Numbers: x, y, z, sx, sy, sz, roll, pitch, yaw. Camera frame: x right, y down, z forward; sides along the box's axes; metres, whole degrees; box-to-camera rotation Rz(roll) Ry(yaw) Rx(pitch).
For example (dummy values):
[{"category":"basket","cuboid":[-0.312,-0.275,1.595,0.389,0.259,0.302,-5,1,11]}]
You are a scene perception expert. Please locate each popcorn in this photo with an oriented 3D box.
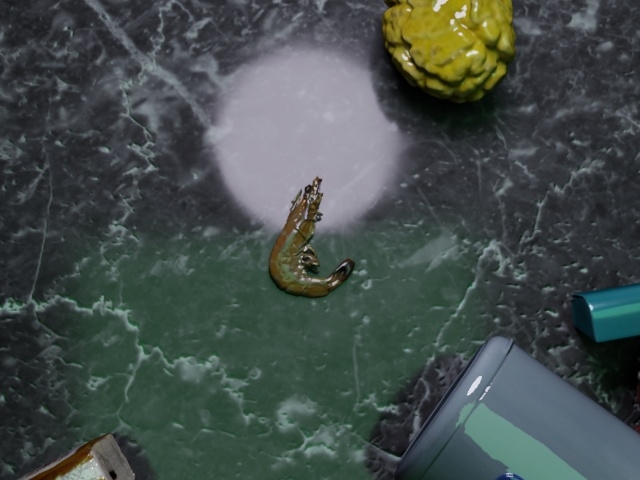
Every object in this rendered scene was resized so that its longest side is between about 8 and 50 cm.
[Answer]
[{"category":"popcorn","cuboid":[0.204,-0.316,1.125,0.203,0.226,0.200,-9,115,-44]}]

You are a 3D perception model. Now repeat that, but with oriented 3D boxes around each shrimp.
[{"category":"shrimp","cuboid":[0.000,0.000,1.088,0.124,0.034,0.178,23,77,-2]}]

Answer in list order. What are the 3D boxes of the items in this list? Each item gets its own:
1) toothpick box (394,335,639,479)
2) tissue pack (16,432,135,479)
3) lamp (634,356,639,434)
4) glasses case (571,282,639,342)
[{"category":"toothpick box","cuboid":[0.290,0.311,0.898,0.355,0.263,0.263,35,76,12]},{"category":"tissue pack","cuboid":[-0.350,0.330,0.900,0.226,0.183,0.091,-32,85,-11]},{"category":"lamp","cuboid":[0.539,0.228,1.032,0.215,0.151,0.223,10,119,3]},{"category":"glasses case","cuboid":[0.515,0.077,1.036,0.301,0.117,0.070,-12,92,4]}]
